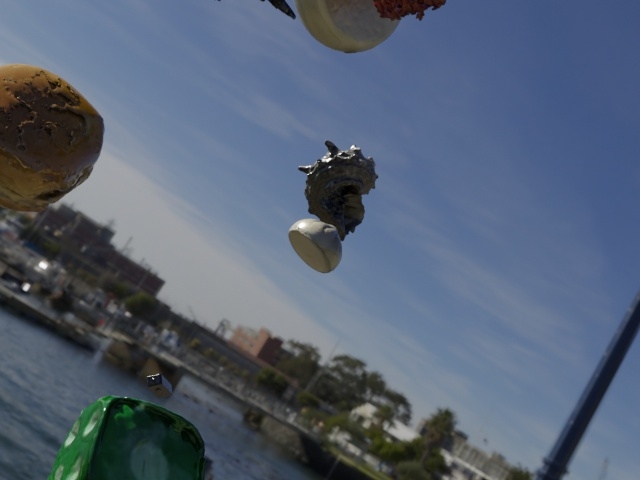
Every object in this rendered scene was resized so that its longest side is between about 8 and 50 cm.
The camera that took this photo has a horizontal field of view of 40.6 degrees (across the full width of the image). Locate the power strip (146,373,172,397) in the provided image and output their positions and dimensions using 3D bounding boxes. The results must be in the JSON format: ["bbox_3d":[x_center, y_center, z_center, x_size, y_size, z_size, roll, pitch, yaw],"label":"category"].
[{"bbox_3d":[-0.376,0.341,2.024,0.038,0.029,0.111,-13,-24,0],"label":"power strip"}]

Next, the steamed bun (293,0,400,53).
[{"bbox_3d":[0.055,-0.578,2.016,0.283,0.283,0.177,38,-14,-33],"label":"steamed bun"}]

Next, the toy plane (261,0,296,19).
[{"bbox_3d":[-0.107,-0.424,1.396,0.246,0.169,0.078,38,12,-44],"label":"toy plane"}]

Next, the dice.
[{"bbox_3d":[-0.201,0.243,0.888,0.131,0.128,0.120,32,-42,-24],"label":"dice"}]

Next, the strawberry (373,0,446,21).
[{"bbox_3d":[0.191,-0.579,1.802,0.234,0.234,0.178,19,-37,53],"label":"strawberry"}]

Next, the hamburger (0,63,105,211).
[{"bbox_3d":[-0.600,-0.213,1.743,0.284,0.304,0.174,42,-53,-6],"label":"hamburger"}]

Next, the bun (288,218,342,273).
[{"bbox_3d":[0.000,0.000,1.967,0.138,0.094,0.138,36,-24,19],"label":"bun"}]

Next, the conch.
[{"bbox_3d":[0.066,-0.157,2.631,0.241,0.313,0.186,-8,20,-20],"label":"conch"}]
